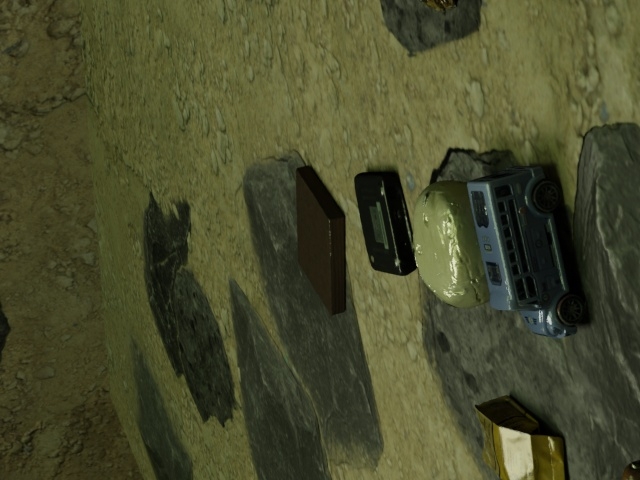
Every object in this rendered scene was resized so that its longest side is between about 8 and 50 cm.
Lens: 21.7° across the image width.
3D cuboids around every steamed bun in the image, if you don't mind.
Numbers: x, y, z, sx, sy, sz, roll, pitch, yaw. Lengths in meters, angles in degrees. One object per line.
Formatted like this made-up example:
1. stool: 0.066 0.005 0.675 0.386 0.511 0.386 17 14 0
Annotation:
1. steamed bun: 0.153 0.001 1.681 0.112 0.091 0.130 -151 51 -62

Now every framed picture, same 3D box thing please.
1. framed picture: 0.000 0.000 2.289 0.128 0.023 0.168 -123 24 -47

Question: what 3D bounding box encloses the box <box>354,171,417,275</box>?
1. box: 0.075 -0.021 2.024 0.125 0.027 0.126 -174 71 -73

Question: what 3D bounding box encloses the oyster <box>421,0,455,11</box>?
1. oyster: 0.115 -0.256 1.688 0.093 0.034 0.051 99 159 -62

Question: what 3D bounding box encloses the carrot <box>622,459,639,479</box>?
1. carrot: 0.305 0.277 1.528 0.035 0.035 0.165 -157 52 -69

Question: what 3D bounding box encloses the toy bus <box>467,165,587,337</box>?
1. toy bus: 0.193 0.015 1.589 0.073 0.076 0.167 -175 72 -72

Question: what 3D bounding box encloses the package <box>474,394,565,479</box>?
1. package: 0.209 0.219 1.762 0.131 0.047 0.071 -138 40 -64
